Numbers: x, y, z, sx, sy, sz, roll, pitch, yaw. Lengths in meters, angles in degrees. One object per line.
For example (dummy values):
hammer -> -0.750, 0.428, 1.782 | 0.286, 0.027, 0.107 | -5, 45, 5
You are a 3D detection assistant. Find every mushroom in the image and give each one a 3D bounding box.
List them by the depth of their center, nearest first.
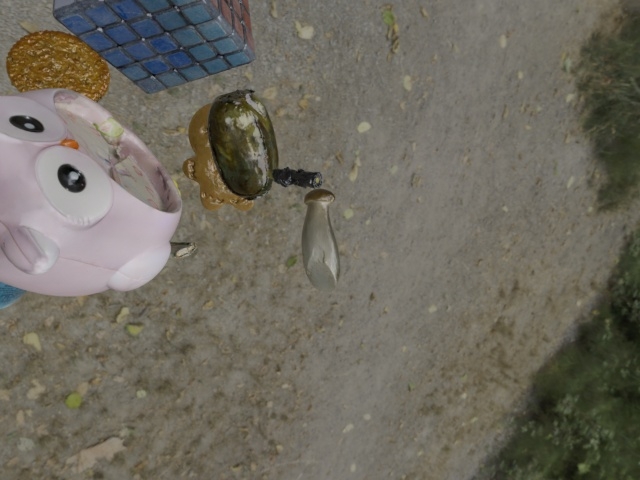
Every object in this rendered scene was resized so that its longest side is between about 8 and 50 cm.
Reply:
mushroom -> 0.000, 0.000, 1.560 | 0.128, 0.128, 0.350 | 6, 80, -48

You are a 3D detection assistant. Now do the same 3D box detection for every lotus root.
lotus root -> -0.190, -0.235, 1.172 | 0.160, 0.152, 0.275 | -6, 123, 4

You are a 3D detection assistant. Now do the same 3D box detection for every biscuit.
biscuit -> -0.717, -0.471, 1.287 | 0.253, 0.035, 0.254 | 8, 69, -22
biscuit -> -0.312, -0.263, 1.514 | 0.052, 0.275, 0.355 | -84, 177, -66

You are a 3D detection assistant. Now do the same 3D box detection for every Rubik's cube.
Rubik's cube -> -0.270, -0.429, 0.793 | 0.237, 0.236, 0.238 | 34, 48, -69

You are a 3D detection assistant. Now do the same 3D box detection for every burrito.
burrito -> -0.391, 0.025, 1.185 | 0.055, 0.149, 0.041 | -85, 174, -47

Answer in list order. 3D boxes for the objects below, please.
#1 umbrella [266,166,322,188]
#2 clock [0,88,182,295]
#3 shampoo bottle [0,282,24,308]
umbrella -> -0.055, -0.125, 0.941 | 0.037, 0.143, 0.040 | 37, 74, -45
clock -> -0.416, -0.063, 0.731 | 0.250, 0.368, 0.377 | -39, -178, 6
shampoo bottle -> -0.958, -0.004, 1.398 | 0.342, 0.331, 0.331 | -37, 146, 22
